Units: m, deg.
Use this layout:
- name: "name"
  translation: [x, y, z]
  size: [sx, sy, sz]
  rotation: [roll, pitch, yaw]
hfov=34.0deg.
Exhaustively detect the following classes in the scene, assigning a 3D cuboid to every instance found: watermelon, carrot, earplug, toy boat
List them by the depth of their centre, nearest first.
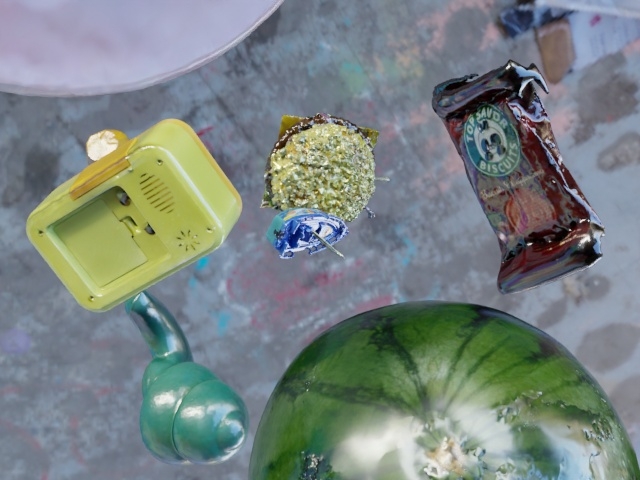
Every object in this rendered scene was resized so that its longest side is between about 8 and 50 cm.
- name: "watermelon"
  translation: [0.073, 0.154, 0.631]
  size: [0.242, 0.242, 0.242]
  rotation: [-8, 128, -10]
- name: "carrot"
  translation: [-0.258, -0.074, 1.489]
  size: [0.066, 0.066, 0.314]
  rotation: [-20, 161, 1]
- name: "earplug"
  translation: [-0.209, 0.230, 1.663]
  size: [0.164, 0.280, 0.258]
  rotation: [5, 101, -47]
- name: "toy boat"
  translation: [0.000, 0.000, 1.770]
  size: [0.175, 0.110, 0.091]
  rotation: [-7, 133, -51]

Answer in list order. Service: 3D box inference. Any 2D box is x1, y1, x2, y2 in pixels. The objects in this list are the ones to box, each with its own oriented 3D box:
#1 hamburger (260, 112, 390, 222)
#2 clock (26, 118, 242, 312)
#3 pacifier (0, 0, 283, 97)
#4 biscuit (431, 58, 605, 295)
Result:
- name: "hamburger"
  translation: [0.011, -0.123, 2.035]
  size: [0.261, 0.139, 0.243]
  rotation: [2, 117, -22]
- name: "clock"
  translation: [-0.200, -0.026, 1.129]
  size: [0.202, 0.096, 0.143]
  rotation: [-27, 105, 22]
- name: "pacifier"
  translation: [-0.102, -0.217, 0.359]
  size: [0.273, 0.220, 0.332]
  rotation: [0, 115, 22]
- name: "biscuit"
  translation: [0.198, -0.068, 1.067]
  size: [0.063, 0.151, 0.235]
  rotation: [-26, 93, -38]
